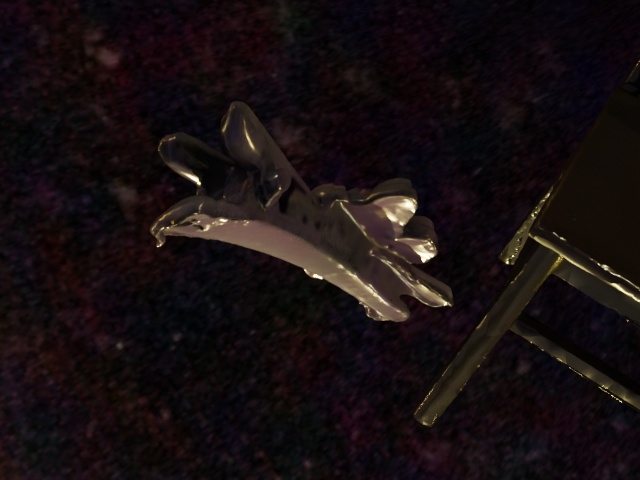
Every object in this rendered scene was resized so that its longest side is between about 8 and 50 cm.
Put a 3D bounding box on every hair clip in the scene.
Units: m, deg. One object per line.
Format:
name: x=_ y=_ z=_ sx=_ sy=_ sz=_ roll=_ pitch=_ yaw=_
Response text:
hair clip: x=-0.003 y=-0.014 z=0.878 sx=0.137 sy=0.278 sz=0.090 roll=-22 pitch=62 yaw=32

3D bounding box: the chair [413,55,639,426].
chair: x=0.114 y=-0.021 z=0.340 sx=0.084 sy=0.101 sz=0.212 roll=32 pitch=134 yaw=2
